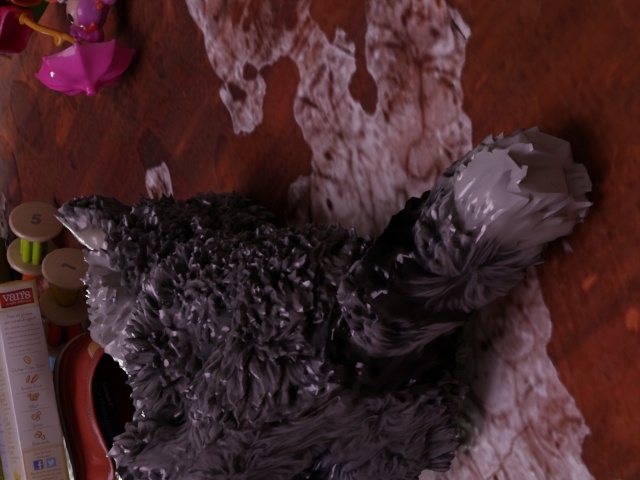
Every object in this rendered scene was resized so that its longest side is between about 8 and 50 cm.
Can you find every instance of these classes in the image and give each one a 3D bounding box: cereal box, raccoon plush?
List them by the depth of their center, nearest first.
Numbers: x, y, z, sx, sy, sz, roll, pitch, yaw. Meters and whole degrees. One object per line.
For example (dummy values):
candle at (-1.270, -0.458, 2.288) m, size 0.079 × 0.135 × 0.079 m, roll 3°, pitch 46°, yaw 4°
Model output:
raccoon plush at (0.000, 0.000, 1.220) m, size 0.446 × 0.216 × 0.299 m, roll -41°, pitch 51°, yaw 28°
cereal box at (-0.273, 0.161, 1.657) m, size 0.173 × 0.047 × 0.240 m, roll 160°, pitch 101°, yaw -73°

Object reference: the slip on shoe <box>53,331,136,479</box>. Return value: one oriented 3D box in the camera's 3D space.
slip on shoe at (-0.153, 0.232, 1.603) m, size 0.101 × 0.123 × 0.331 m, roll -32°, pitch 72°, yaw 56°

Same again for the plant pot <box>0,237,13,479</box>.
plant pot at (-0.424, 0.132, 1.895) m, size 0.275 × 0.274 × 0.294 m, roll 32°, pitch 117°, yaw 49°

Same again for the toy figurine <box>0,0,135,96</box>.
toy figurine at (-0.218, -0.196, 1.511) m, size 0.159 × 0.130 × 0.173 m, roll 35°, pitch 111°, yaw 29°

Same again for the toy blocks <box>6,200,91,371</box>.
toy blocks at (-0.268, 0.053, 1.757) m, size 0.123 × 0.054 × 0.148 m, roll 51°, pitch 145°, yaw 32°
